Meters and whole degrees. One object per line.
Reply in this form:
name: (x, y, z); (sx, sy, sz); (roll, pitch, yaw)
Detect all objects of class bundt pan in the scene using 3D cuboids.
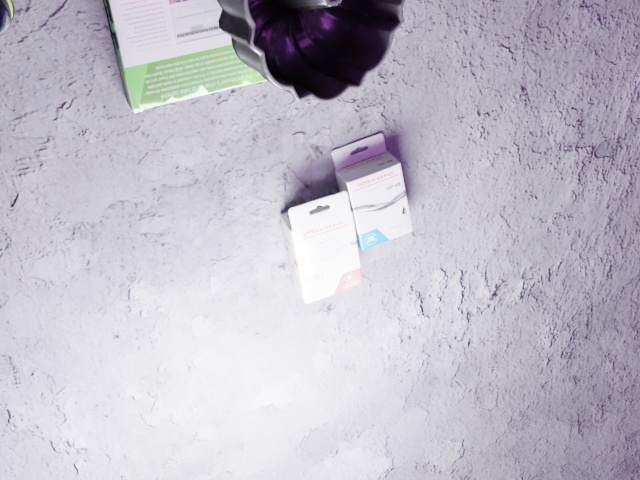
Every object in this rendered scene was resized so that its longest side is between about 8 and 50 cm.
bundt pan: (-0.022, -0.369, 1.311); (0.330, 0.124, 0.331); (-22, 122, -40)

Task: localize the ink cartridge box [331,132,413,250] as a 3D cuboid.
ink cartridge box: (0.091, -0.084, 1.596); (0.104, 0.060, 0.180); (-21, 123, -10)

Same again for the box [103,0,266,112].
box: (-0.199, -0.365, 1.326); (0.232, 0.058, 0.322); (-15, 120, -15)

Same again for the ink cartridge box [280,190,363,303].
ink cartridge box: (0.000, 0.000, 1.601); (0.115, 0.067, 0.198); (-18, 124, -14)

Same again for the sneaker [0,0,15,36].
sneaker: (-0.507, -0.360, 1.149); (0.300, 0.121, 0.111); (35, 88, -35)
